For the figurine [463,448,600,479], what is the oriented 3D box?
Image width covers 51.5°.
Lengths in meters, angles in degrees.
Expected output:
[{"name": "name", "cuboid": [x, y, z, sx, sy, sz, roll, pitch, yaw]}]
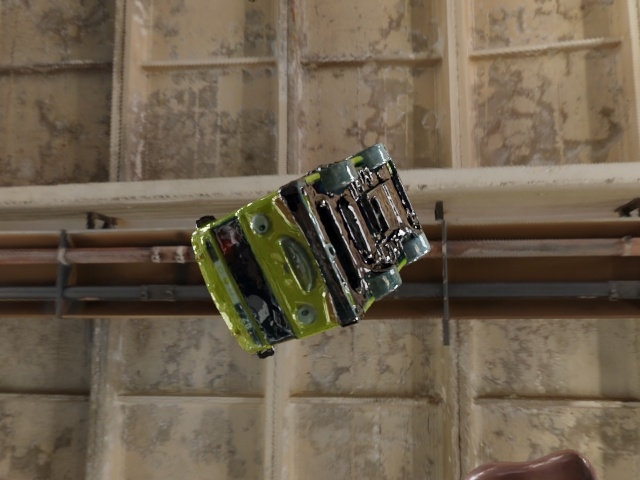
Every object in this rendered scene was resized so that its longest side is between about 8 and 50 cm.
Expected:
[{"name": "figurine", "cuboid": [0.260, 0.147, 0.282, 0.420, 0.193, 0.154, -23, -92, 29]}]

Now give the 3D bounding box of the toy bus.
[{"name": "toy bus", "cuboid": [0.000, 0.000, 0.623, 0.150, 0.262, 0.128, -22, -85, 24]}]
